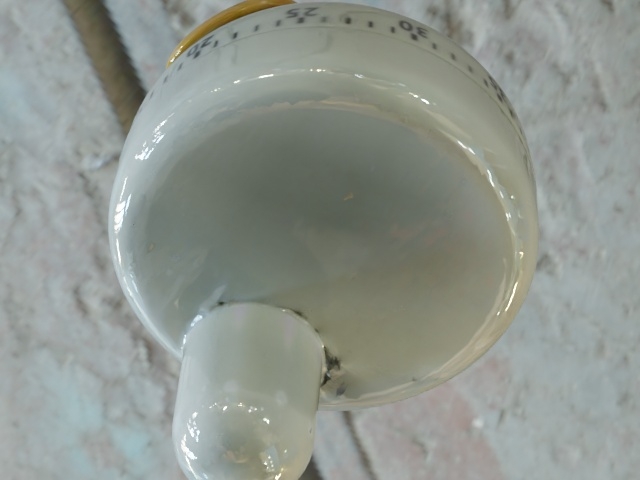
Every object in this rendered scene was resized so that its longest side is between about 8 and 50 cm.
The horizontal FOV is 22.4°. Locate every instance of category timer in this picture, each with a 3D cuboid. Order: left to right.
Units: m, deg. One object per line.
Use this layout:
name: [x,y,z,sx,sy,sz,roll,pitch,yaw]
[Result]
timer: [0.000,0.000,0.857,0.233,0.240,0.233,2,127,3]
